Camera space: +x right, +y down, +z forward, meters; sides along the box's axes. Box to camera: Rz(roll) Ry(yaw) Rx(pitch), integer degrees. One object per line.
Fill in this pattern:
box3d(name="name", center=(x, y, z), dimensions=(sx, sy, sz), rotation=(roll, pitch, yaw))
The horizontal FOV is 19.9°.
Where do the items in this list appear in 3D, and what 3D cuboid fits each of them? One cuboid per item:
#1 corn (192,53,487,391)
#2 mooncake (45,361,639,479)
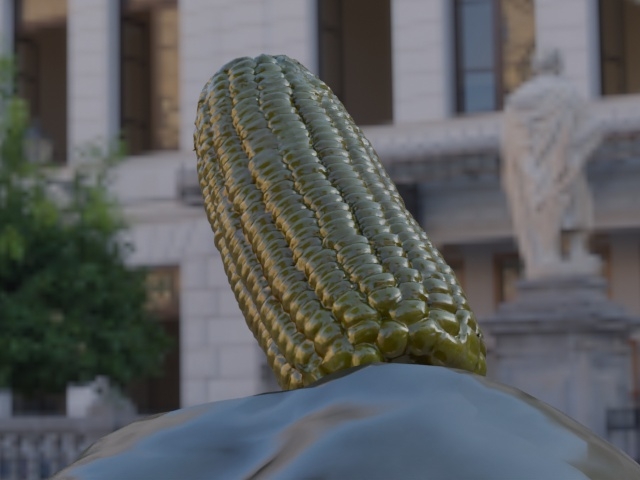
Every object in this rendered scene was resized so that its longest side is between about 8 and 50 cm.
box3d(name="corn", center=(0.000, 0.000, 1.172), dimensions=(0.131, 0.131, 0.344), rotation=(2, 34, -20))
box3d(name="mooncake", center=(0.009, 0.295, 0.768), dimensions=(0.467, 0.467, 0.262), rotation=(-4, 19, 22))
